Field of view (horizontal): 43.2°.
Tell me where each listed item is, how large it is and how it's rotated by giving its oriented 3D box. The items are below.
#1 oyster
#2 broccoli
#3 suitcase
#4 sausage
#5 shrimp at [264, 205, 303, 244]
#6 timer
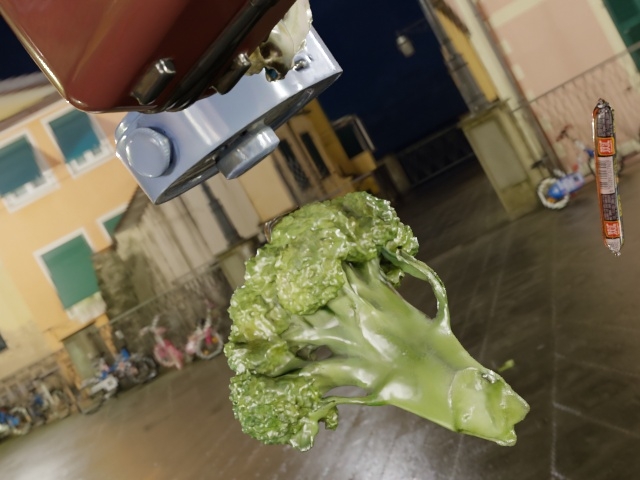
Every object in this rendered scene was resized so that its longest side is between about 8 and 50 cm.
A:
[{"bbox_3d":[-0.057,-0.292,0.939,0.083,0.214,0.223,8,10,14],"label":"oyster"},{"bbox_3d":[0.015,0.088,0.804,0.254,0.186,0.302,-26,39,-6],"label":"broccoli"},{"bbox_3d":[-0.099,-0.246,0.522,0.297,0.236,0.161,-43,-10,35],"label":"suitcase"},{"bbox_3d":[0.328,-0.068,0.918,0.028,0.198,0.025,6,32,39],"label":"sausage"},{"bbox_3d":[0.000,0.001,1.231,0.253,0.173,0.058,-74,8,-61],"label":"shrimp"},{"bbox_3d":[-0.166,-0.192,1.340,0.395,0.173,0.395,-35,4,3],"label":"timer"}]
